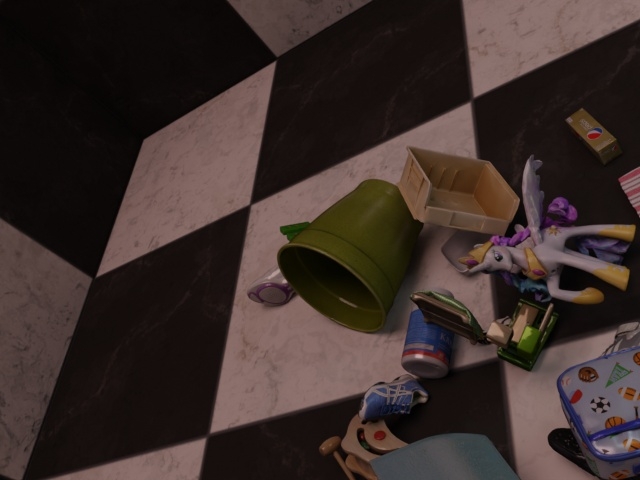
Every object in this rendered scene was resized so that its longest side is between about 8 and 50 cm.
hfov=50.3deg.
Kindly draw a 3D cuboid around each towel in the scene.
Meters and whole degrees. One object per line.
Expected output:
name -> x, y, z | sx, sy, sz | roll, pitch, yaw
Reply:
towel -> 0.830, -0.117, 1.659 | 0.144, 0.029, 0.197 | -29, 43, 22

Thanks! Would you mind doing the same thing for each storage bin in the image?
storage bin -> 0.373, -0.135, 1.886 | 0.260, 0.262, 0.123 | -105, 28, -58

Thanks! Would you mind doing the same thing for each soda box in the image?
soda box -> 0.746, -0.286, 1.863 | 0.058, 0.061, 0.181 | -35, 38, 15

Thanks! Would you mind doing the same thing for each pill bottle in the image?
pill bottle -> 0.289, 0.237, 1.783 | 0.124, 0.124, 0.222 | -11, 51, 38

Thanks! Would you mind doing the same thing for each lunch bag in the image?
lunch bag -> 0.634, 0.324, 1.314 | 0.303, 0.115, 0.243 | -19, 36, 6

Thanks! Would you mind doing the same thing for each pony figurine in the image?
pony figurine -> 0.543, 0.004, 1.624 | 0.363, 0.303, 0.351 | 11, 39, 22

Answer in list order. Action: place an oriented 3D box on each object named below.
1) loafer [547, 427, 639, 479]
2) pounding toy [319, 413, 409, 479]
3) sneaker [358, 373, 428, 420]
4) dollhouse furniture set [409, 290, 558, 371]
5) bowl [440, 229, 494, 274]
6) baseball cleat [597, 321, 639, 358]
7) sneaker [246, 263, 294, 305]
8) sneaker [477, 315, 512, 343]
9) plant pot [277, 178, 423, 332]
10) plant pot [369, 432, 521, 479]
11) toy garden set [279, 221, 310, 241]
loafer -> 0.559, 0.446, 1.360 | 0.076, 0.078, 0.223 | -32, 32, -34
pounding toy -> 0.142, 0.534, 1.704 | 0.269, 0.155, 0.154 | 16, 39, 40
sneaker -> 0.183, 0.398, 1.705 | 0.211, 0.080, 0.081 | -17, 32, -36
dollhouse furniture set -> 0.389, 0.160, 1.610 | 0.301, 0.197, 0.151 | 24, 75, 26
bowl -> 0.423, 0.027, 1.903 | 0.142, 0.053, 0.142 | -43, 36, 6
baseball cleat -> 0.646, 0.251, 1.482 | 0.205, 0.072, 0.109 | -30, 26, 15
sneaker -> -0.112, 0.119, 2.320 | 0.305, 0.114, 0.152 | -26, 32, 15
sneaker -> 0.440, 0.227, 1.723 | 0.109, 0.040, 0.044 | -25, 25, 21
plant pot -> 0.120, 0.017, 2.006 | 0.366, 0.367, 0.353 | 5, 48, 47
plant pot -> 0.289, 0.550, 1.411 | 0.252, 0.248, 0.247 | -28, 36, -6
toy garden set -> 0.000, 0.000, 2.287 | 0.203, 0.049, 0.244 | -11, 26, -20
